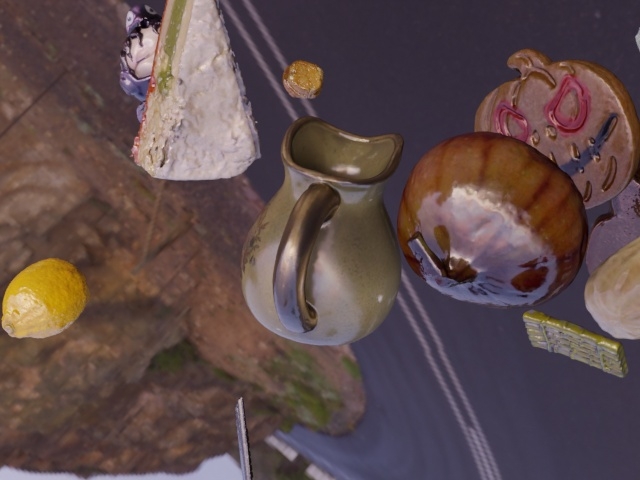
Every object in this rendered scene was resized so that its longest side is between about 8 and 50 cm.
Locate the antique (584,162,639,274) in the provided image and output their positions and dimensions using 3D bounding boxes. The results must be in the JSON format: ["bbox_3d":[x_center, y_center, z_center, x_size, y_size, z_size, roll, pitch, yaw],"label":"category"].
[{"bbox_3d":[0.591,-0.053,1.692,0.121,0.257,0.143,25,-151,20],"label":"antique"}]

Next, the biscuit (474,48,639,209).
[{"bbox_3d":[0.415,-0.200,1.650,0.367,0.063,0.314,-14,95,59],"label":"biscuit"}]

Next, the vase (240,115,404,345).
[{"bbox_3d":[0.000,0.000,1.286,0.241,0.302,0.329,14,-161,10],"label":"vase"}]

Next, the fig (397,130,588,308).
[{"bbox_3d":[0.203,-0.013,1.103,0.235,0.214,0.235,4,145,3],"label":"fig"}]

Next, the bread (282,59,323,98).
[{"bbox_3d":[-0.031,-0.321,1.796,0.081,0.083,0.046,62,163,7],"label":"bread"}]

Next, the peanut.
[{"bbox_3d":[0.540,0.034,1.348,0.152,0.313,0.152,43,-160,-20],"label":"peanut"}]

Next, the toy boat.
[{"bbox_3d":[0.283,0.115,1.004,0.115,0.016,0.063,19,151,40],"label":"toy boat"}]

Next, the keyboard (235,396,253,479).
[{"bbox_3d":[-0.091,0.298,1.123,0.063,0.010,0.198,115,149,-65],"label":"keyboard"}]

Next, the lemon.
[{"bbox_3d":[-0.426,0.092,1.392,0.114,0.155,0.114,26,139,26],"label":"lemon"}]

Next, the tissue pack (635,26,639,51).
[{"bbox_3d":[0.839,-0.318,1.742,0.388,0.287,0.162,8,141,-10],"label":"tissue pack"}]

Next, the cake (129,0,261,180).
[{"bbox_3d":[-0.103,-0.159,0.887,0.117,0.220,0.086,6,-159,-31],"label":"cake"}]

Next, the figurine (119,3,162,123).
[{"bbox_3d":[-0.214,-0.242,1.296,0.222,0.145,0.145,60,-179,31],"label":"figurine"}]
